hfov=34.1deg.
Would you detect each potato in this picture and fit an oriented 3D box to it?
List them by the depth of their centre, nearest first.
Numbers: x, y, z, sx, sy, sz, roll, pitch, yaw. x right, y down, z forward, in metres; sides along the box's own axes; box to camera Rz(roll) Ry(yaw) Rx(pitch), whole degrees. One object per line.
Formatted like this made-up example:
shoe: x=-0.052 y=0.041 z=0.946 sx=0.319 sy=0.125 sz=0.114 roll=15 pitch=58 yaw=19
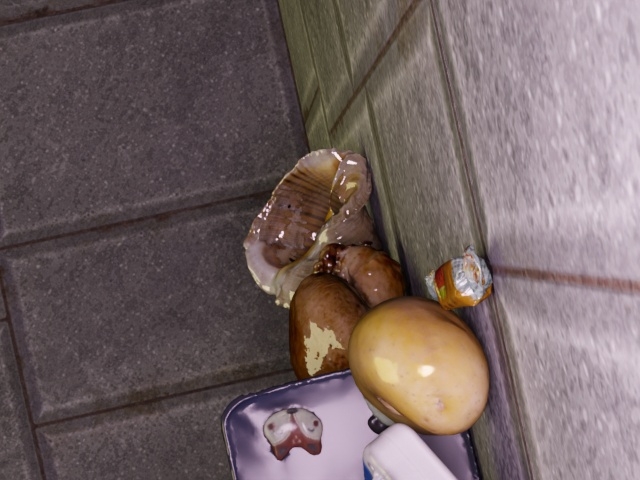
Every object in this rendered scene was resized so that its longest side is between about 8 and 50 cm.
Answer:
potato: x=0.102 y=0.129 z=1.102 sx=0.234 sy=0.150 sz=0.146 roll=133 pitch=148 yaw=-79

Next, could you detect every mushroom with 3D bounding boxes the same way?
mushroom: x=0.051 y=0.139 z=1.542 sx=0.263 sy=0.195 sz=0.283 roll=38 pitch=-145 yaw=-46

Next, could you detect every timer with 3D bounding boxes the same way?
timer: x=0.133 y=0.319 z=1.057 sx=0.253 sy=0.078 sz=0.178 roll=46 pitch=159 yaw=29

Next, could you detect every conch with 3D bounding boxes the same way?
conch: x=0.003 y=0.003 z=1.809 sx=0.324 sy=0.263 sz=0.186 roll=-68 pitch=-22 yaw=-1

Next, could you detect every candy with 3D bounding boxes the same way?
candy: x=0.138 y=0.039 z=1.006 sx=0.182 sy=0.046 sz=0.053 roll=130 pitch=132 yaw=-80

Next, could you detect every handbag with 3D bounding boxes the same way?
handbag: x=0.050 y=0.323 z=1.299 sx=0.122 sy=0.303 sz=0.329 roll=79 pitch=178 yaw=-74
